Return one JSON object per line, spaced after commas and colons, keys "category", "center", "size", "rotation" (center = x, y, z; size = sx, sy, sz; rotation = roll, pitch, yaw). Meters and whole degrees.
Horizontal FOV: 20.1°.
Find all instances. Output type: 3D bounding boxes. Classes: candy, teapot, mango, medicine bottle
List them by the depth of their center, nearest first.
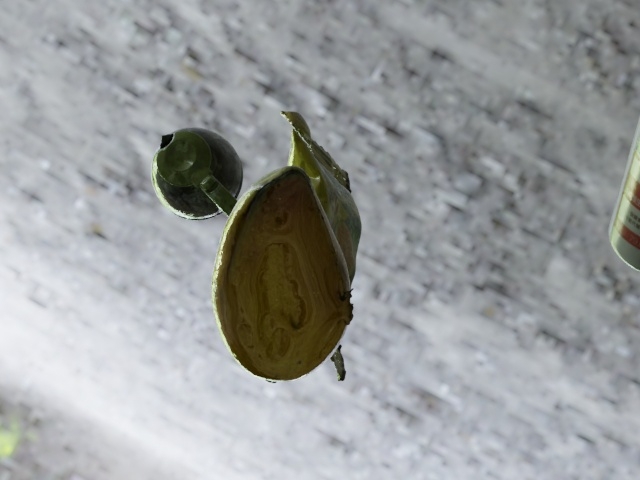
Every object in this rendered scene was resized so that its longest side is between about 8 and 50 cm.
{"category": "medicine bottle", "center": [0.238, -0.050, 1.160], "size": [0.079, 0.079, 0.140], "rotation": [23, 125, 18]}
{"category": "mango", "center": [-0.029, 0.027, 1.295], "size": [0.101, 0.066, 0.187], "rotation": [-7, 123, -6]}
{"category": "teapot", "center": [-0.114, -0.068, 1.788], "size": [0.124, 0.092, 0.091], "rotation": [16, 172, 11]}
{"category": "candy", "center": [0.000, 0.000, 2.125], "size": [0.081, 0.297, 0.187], "rotation": [-13, 147, 17]}
